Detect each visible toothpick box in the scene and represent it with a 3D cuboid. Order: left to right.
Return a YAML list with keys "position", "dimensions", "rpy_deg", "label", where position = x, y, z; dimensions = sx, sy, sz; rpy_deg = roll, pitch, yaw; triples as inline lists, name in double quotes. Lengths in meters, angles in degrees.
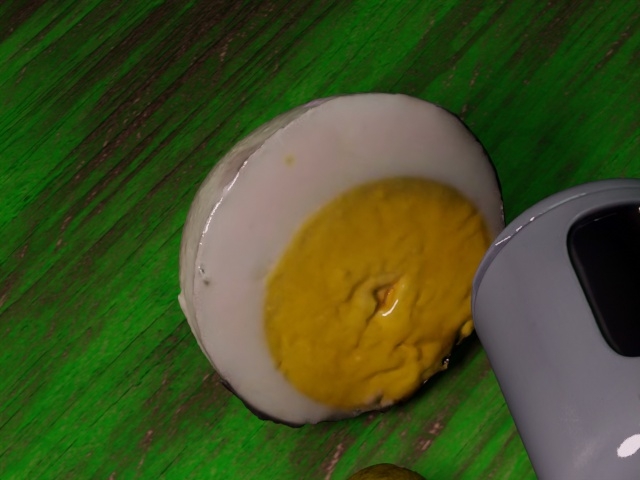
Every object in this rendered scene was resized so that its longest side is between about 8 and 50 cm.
- position: [0.278, 0.149, 1.645]
  dimensions: [0.263, 0.263, 0.355]
  rpy_deg: [-20, 42, 2]
  label: "toothpick box"

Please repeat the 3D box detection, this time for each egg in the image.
- position: [0.000, 0.000, 1.857]
  dimensions: [0.337, 0.337, 0.201]
  rpy_deg: [-32, 26, -11]
  label: "egg"

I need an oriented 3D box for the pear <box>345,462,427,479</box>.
- position: [0.053, 0.256, 1.710]
  dimensions: [0.107, 0.107, 0.131]
  rpy_deg: [12, 59, 33]
  label: "pear"
